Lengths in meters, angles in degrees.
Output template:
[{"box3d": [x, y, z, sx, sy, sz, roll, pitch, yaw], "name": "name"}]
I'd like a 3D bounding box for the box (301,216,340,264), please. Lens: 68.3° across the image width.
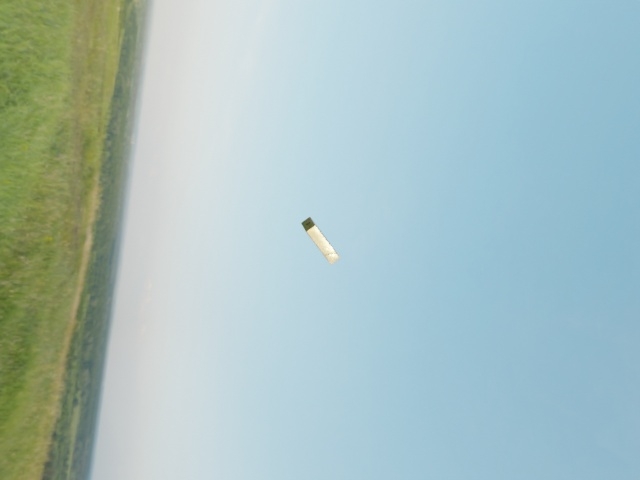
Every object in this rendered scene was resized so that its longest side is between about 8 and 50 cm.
[{"box3d": [0.000, 0.000, 0.864, 0.024, 0.083, 0.053, -35, -158, 1], "name": "box"}]
